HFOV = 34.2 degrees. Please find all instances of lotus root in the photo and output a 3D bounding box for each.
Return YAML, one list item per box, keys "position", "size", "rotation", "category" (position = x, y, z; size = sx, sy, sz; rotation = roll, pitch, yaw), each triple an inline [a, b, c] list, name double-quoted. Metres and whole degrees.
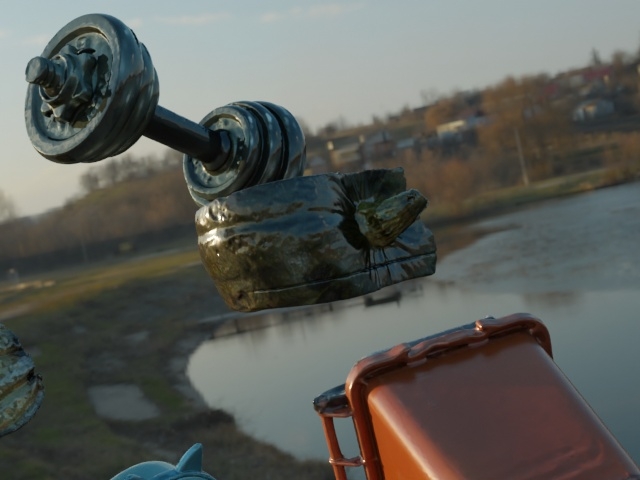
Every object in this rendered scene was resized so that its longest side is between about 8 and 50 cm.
- position: [-0.515, 0.224, 1.306]
  size: [0.329, 0.167, 0.078]
  rotation: [-19, -15, -37]
  category: "lotus root"

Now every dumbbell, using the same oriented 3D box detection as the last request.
- position: [-0.179, -0.133, 1.253]
  size: [0.179, 0.179, 0.406]
  rotation: [-10, -20, 37]
  category: "dumbbell"

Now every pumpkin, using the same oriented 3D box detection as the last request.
- position: [0.005, -0.002, 1.042]
  size: [0.248, 0.131, 0.126]
  rotation: [-15, -5, -10]
  category: "pumpkin"

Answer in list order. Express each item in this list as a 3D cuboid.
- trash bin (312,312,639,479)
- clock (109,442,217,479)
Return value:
- position: [0.111, 0.169, 0.706]
  size: [0.184, 0.161, 0.239]
  rotation: [-15, 19, -7]
  category: "trash bin"
- position: [-0.202, 0.362, 1.214]
  size: [0.094, 0.274, 0.223]
  rotation: [23, 24, 34]
  category: "clock"
